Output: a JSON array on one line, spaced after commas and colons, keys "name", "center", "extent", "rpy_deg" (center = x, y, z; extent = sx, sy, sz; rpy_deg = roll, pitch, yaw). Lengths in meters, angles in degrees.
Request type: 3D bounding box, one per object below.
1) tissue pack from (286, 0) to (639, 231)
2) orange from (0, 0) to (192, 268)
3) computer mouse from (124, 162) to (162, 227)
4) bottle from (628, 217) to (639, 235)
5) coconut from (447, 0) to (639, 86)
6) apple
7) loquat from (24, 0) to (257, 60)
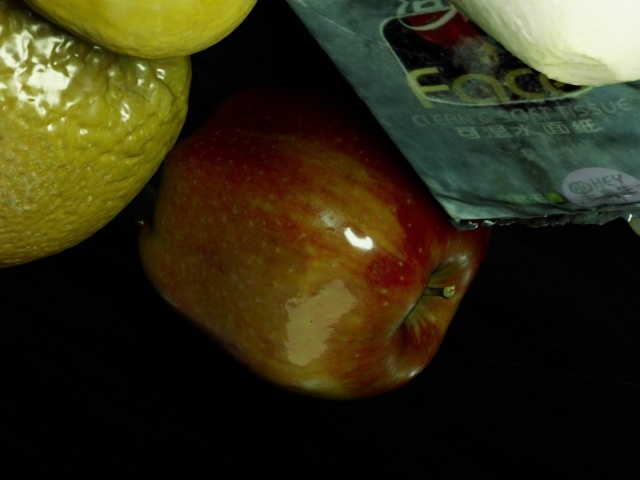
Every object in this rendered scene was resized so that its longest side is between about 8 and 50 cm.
[{"name": "tissue pack", "center": [0.151, -0.146, 1.412], "extent": [0.259, 0.122, 0.361], "rpy_deg": [-3, 150, 26]}, {"name": "orange", "center": [-0.274, -0.138, 1.577], "extent": [0.357, 0.322, 0.322], "rpy_deg": [-10, 146, 36]}, {"name": "computer mouse", "center": [-0.119, -0.007, 2.081], "extent": [0.295, 0.087, 0.168], "rpy_deg": [19, 163, 6]}, {"name": "bottle", "center": [0.355, -0.056, 1.540], "extent": [0.209, 0.097, 0.110], "rpy_deg": [-4, 112, 43]}, {"name": "coconut", "center": [0.172, -0.206, 1.089], "extent": [0.233, 0.245, 0.233], "rpy_deg": [18, 162, 6]}, {"name": "apple", "center": [0.000, 0.000, 1.739], "extent": [0.317, 0.288, 0.288], "rpy_deg": [23, 163, 26]}, {"name": "loquat", "center": [-0.134, -0.233, 1.353], "extent": [0.208, 0.208, 0.208], "rpy_deg": [16, 160, 6]}]
